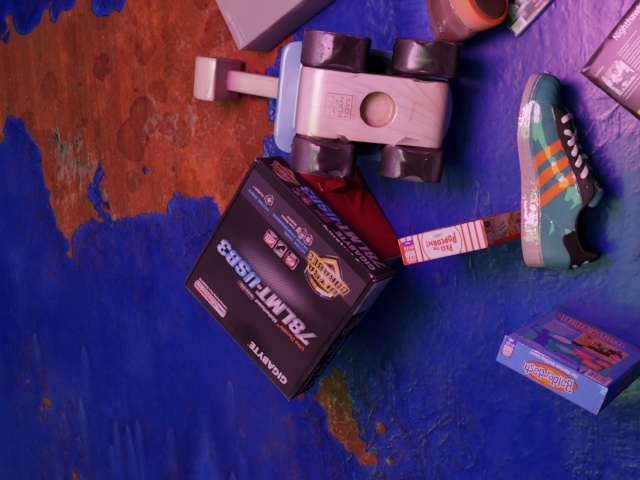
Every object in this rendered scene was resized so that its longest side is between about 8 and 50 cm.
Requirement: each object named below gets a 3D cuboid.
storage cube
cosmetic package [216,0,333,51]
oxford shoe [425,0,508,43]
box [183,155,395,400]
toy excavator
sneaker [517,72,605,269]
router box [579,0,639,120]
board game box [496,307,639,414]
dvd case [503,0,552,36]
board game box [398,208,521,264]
[{"bbox_3d":[0.000,0.000,1.538,0.215,0.183,0.193,-37,76,33],"label":"storage cube"},{"bbox_3d":[-0.068,-0.457,1.570,0.238,0.107,0.127,-31,81,31],"label":"cosmetic package"},{"bbox_3d":[0.188,-0.491,1.372,0.132,0.130,0.364,-20,75,54],"label":"oxford shoe"},{"bbox_3d":[-0.063,0.062,1.439,0.295,0.073,0.293,46,120,20],"label":"box"},{"bbox_3d":[-0.008,-0.248,1.504,0.433,0.445,0.222,4,101,-7],"label":"toy excavator"},{"bbox_3d":[0.372,-0.105,1.314,0.121,0.108,0.302,1,101,29],"label":"sneaker"},{"bbox_3d":[0.549,-0.277,1.169,0.243,0.081,0.309,47,120,20],"label":"router box"},{"bbox_3d":[0.378,0.172,1.278,0.160,0.210,0.047,28,113,30],"label":"board game box"},{"bbox_3d":[0.304,-0.396,1.368,0.087,0.013,0.119,-48,68,30],"label":"dvd case"},{"bbox_3d":[0.235,-0.009,1.363,0.146,0.193,0.045,-14,89,37],"label":"board game box"}]
